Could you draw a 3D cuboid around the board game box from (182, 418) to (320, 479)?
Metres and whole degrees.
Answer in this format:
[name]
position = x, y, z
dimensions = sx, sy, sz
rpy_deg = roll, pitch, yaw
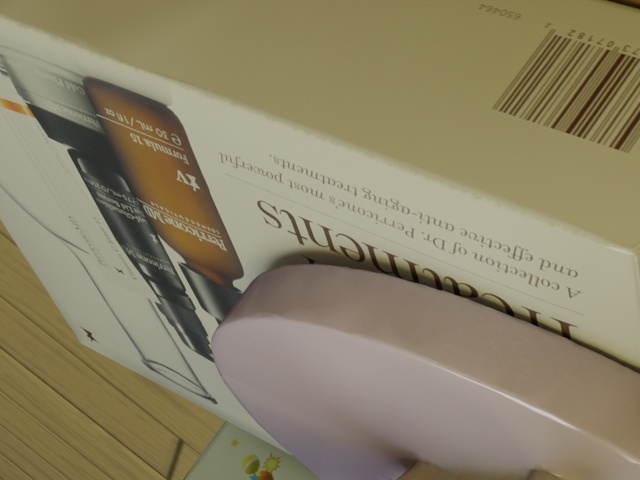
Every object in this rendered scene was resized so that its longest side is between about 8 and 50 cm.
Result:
[board game box]
position = 0.078, 0.230, 0.749
dimensions = 0.303, 0.097, 0.224
rpy_deg = 34, 177, 32

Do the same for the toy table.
[toy table]
position = 0.052, 0.141, 0.470
dimensions = 0.274, 0.161, 0.252
rpy_deg = 20, 150, 27

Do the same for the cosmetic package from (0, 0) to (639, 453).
[cosmetic package]
position = 0.000, 0.000, 0.606
dimensions = 0.377, 0.097, 0.284
rpy_deg = 23, 153, 33
